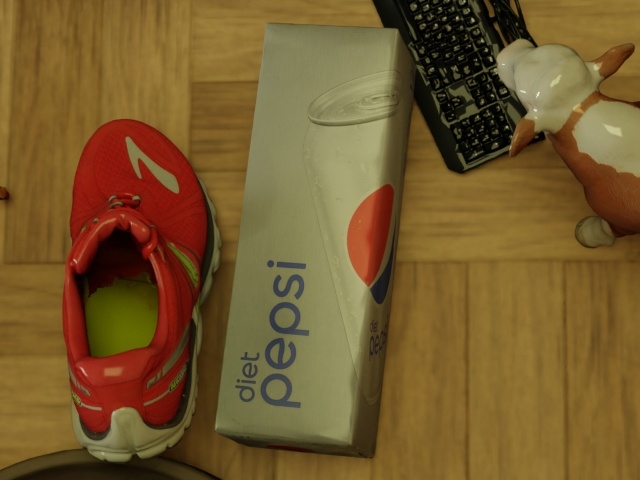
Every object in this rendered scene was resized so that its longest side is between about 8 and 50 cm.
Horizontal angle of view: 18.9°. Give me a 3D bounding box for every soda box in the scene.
[{"bbox_3d":[0.000,0.000,1.313,0.098,0.091,0.286,5,79,13],"label":"soda box"}]

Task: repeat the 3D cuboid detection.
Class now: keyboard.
[{"bbox_3d":[0.100,-0.151,1.366,0.100,0.038,0.192,-24,77,1],"label":"keyboard"}]

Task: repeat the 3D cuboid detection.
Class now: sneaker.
[{"bbox_3d":[-0.122,0.010,1.281,0.107,0.118,0.279,-7,49,0],"label":"sneaker"}]

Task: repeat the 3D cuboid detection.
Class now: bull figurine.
[{"bbox_3d":[0.251,-0.035,1.247,0.310,0.188,0.101,22,81,10],"label":"bull figurine"}]

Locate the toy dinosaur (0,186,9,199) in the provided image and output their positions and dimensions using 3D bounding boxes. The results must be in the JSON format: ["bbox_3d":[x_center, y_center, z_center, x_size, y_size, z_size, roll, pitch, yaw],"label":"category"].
[{"bbox_3d":[-0.261,-0.056,1.385,0.082,0.047,0.090,11,68,-10],"label":"toy dinosaur"}]

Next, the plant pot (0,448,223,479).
[{"bbox_3d":[-0.156,0.278,1.180,0.323,0.280,0.323,-1,79,5],"label":"plant pot"}]
